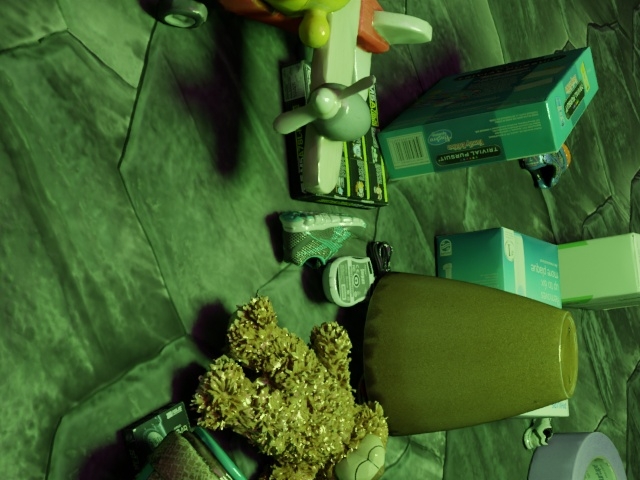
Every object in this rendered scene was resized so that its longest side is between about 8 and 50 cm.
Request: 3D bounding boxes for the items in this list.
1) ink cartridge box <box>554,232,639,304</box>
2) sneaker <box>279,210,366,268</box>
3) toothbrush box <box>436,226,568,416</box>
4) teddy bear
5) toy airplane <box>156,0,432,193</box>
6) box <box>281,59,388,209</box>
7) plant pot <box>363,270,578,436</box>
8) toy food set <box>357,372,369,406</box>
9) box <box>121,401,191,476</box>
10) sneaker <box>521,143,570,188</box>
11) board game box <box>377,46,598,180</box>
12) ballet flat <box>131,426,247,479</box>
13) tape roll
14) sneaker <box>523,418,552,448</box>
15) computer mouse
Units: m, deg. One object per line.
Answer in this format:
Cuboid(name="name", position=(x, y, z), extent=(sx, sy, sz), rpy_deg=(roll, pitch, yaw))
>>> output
Cuboid(name="ink cartridge box", position=(0.571, 0.066, 2.068), extent=(0.273, 0.198, 0.115), rpy_deg=(9, 74, -54))
Cuboid(name="sneaker", position=(0.000, 0.000, 1.422), extent=(0.166, 0.065, 0.076), rpy_deg=(-1, 99, -51))
Cuboid(name="toothbrush box", position=(0.299, 0.143, 1.736), extent=(0.216, 0.126, 0.296), rpy_deg=(15, 71, -52))
Cuboid(name="teddy bear", position=(-0.021, 0.212, 1.287), extent=(0.245, 0.113, 0.338), rpy_deg=(-53, 124, -43))
Cuboid(name="toy airplane", position=(0.023, -0.304, 1.289), extent=(0.384, 0.272, 0.386), rpy_deg=(-47, 120, -38))
Cuboid(name="box", position=(0.023, -0.144, 1.489), extent=(0.184, 0.045, 0.191), rpy_deg=(4, 78, -56))
Cuboid(name="plant pot", position=(0.221, 0.158, 1.477), extent=(0.237, 0.254, 0.237), rpy_deg=(-2, 90, -66))
Cuboid(name="toy food set", position=(0.078, 0.220, 1.498), extent=(0.082, 0.020, 0.083), rpy_deg=(56, 42, -30))
Cuboid(name="box", position=(-0.173, 0.221, 1.149), extent=(0.083, 0.018, 0.067), rpy_deg=(-22, 101, -54))
Cuboid(name="sneaker", position=(0.410, -0.180, 2.008), extent=(0.221, 0.083, 0.087), rpy_deg=(44, 54, -37))
Cuboid(name="board game box", position=(0.267, -0.199, 1.624), extent=(0.336, 0.253, 0.079), rpy_deg=(-43, 121, -57))
Cuboid(name="ballet flat", position=(-0.055, 0.396, 1.173), extent=(0.182, 0.164, 0.483), rpy_deg=(-47, 122, -8))
Cuboid(name="tape roll", position=(0.474, 0.488, 1.928), extent=(0.275, 0.090, 0.275), rpy_deg=(16, 70, -52))
Cuboid(name="sneaker", position=(0.402, 0.337, 1.903), extent=(0.109, 0.043, 0.040), rpy_deg=(-49, 120, -49))
Cuboid(name="computer mouse", position=(0.047, 0.053, 1.481), extent=(0.193, 0.042, 0.106), rpy_deg=(1, 86, -60))
